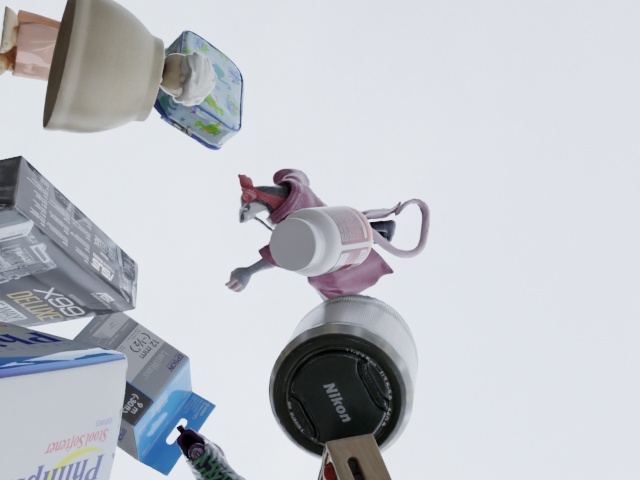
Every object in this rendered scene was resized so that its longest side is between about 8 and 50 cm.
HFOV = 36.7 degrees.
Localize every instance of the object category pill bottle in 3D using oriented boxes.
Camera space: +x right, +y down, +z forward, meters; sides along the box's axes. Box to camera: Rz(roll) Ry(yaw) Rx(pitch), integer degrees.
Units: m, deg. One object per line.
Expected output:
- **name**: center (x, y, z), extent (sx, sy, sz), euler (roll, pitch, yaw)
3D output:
- **pill bottle**: center (0.000, 0.000, 1.218), extent (0.086, 0.152, 0.086), euler (2, -86, 26)

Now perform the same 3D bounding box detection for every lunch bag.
- **lunch bag**: center (-0.231, -0.289, 1.877), extent (0.090, 0.176, 0.219), euler (-36, -142, 32)

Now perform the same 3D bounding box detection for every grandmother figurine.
- **grandmother figurine**: center (-0.328, -0.284, 1.520), extent (0.208, 0.342, 0.104), euler (141, -47, -57)

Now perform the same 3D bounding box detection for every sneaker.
- **sneaker**: center (-0.183, 0.397, 1.617), extent (0.083, 0.098, 0.223), euler (-43, -142, -9)

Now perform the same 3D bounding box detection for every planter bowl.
- **planter bowl**: center (-0.237, -0.190, 1.071), extent (0.162, 0.109, 0.162), euler (-168, -90, -69)

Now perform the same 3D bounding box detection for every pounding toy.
- **pounding toy**: center (0.042, 0.357, 1.331), extent (0.100, 0.130, 0.141), euler (-7, -135, -18)

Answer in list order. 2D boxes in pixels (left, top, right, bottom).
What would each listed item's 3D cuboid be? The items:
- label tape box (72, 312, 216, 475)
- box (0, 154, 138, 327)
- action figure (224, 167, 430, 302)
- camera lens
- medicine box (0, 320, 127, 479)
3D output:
- **label tape box**: center (-0.419, 0.332, 2.181), extent (0.249, 0.347, 0.115), euler (-54, 175, -49)
- **box**: center (-0.411, 0.018, 1.244), extent (0.242, 0.307, 0.077), euler (-10, -119, 13)
- **action figure**: center (-0.009, -0.014, 1.763), extent (0.275, 0.370, 0.248), euler (-15, -124, 35)
- **camera lens**: center (0.044, 0.212, 1.538), extent (0.219, 0.219, 0.274), euler (-38, -177, 13)
- **medicine box**: center (-0.365, 0.149, 0.838), extent (0.289, 0.263, 0.149), euler (10, -88, 22)
